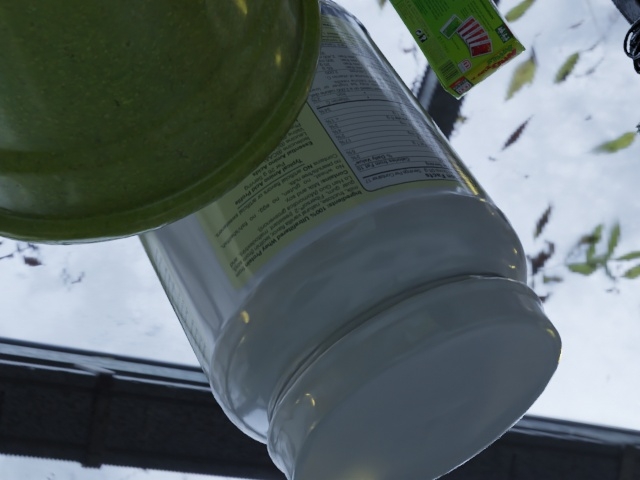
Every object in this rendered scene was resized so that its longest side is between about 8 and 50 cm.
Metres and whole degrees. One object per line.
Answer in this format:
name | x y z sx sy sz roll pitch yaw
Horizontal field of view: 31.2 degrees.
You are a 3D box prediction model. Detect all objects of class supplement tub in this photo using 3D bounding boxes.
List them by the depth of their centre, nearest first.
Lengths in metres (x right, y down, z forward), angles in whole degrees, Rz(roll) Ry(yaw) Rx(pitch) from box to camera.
supplement tub | 0.000 0.000 0.821 0.235 0.235 0.325 -15 -127 -23

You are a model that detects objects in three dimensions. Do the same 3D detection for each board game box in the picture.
board game box | 0.137 -0.257 1.264 0.092 0.043 0.181 -36 -112 17

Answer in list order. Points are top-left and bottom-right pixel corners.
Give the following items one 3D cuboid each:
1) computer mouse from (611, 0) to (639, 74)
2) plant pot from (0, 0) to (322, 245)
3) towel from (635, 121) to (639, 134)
computer mouse | 0.389 -0.355 1.415 0.072 0.188 0.272 8 -134 -6
plant pot | -0.148 -0.178 0.588 0.276 0.254 0.276 -3 -119 5
towel | 0.425 -0.174 1.271 0.152 0.113 0.023 -40 -86 -34
